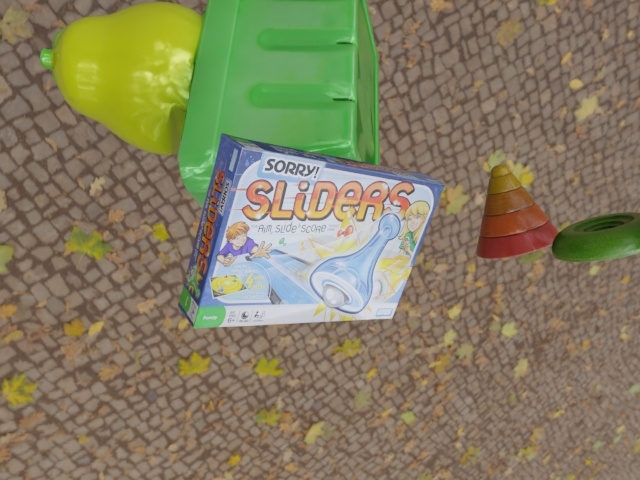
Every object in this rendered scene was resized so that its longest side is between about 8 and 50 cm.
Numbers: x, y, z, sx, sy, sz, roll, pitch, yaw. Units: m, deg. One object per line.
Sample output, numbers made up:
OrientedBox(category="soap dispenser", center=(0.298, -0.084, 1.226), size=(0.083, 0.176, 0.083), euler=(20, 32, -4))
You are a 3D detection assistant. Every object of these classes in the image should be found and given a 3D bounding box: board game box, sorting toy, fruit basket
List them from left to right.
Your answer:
OrientedBox(category="fruit basket", center=(-0.120, -0.171, 0.671), size=(0.392, 0.392, 0.283), euler=(-37, 149, -5))
OrientedBox(category="board game box", center=(0.000, 0.000, 0.432), size=(0.201, 0.035, 0.136), euler=(3, 113, -38))
OrientedBox(category="sorting toy", center=(0.324, -0.049, 0.675), size=(0.127, 0.366, 0.126), euler=(-20, 98, -23))
